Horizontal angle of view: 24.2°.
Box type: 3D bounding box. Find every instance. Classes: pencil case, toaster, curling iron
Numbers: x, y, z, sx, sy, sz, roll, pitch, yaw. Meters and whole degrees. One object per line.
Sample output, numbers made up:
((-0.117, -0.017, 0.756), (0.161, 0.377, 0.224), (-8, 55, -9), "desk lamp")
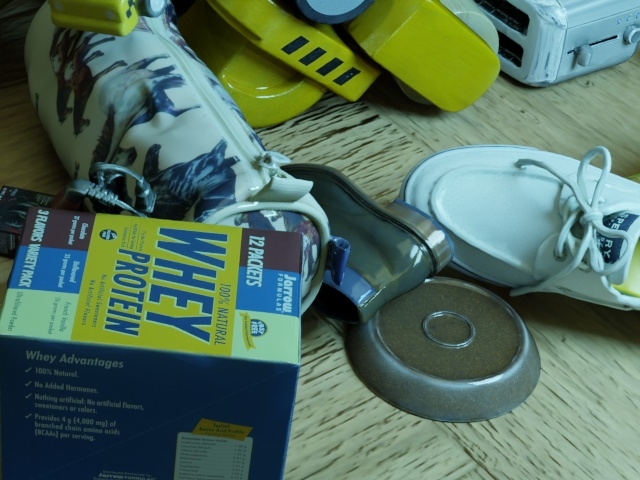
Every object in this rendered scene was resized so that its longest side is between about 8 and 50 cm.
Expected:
((-0.131, -0.085, 1.305), (0.160, 0.183, 0.410), (19, 25, -42), "pencil case")
((0.236, -0.265, 1.635), (0.146, 0.129, 0.227), (-25, 51, -31), "toaster")
((-0.199, 0.002, 1.153), (0.068, 0.274, 0.035), (19, 63, -22), "curling iron")

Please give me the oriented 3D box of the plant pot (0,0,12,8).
((-0.382, -0.303, 1.426), (0.275, 0.293, 0.275), (42, 11, -10), "plant pot")

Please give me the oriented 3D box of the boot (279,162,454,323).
((0.000, 0.000, 1.302), (0.219, 0.082, 0.106), (20, 51, 41), "boot")

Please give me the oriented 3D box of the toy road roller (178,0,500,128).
((-0.004, -0.216, 1.517), (0.329, 0.240, 0.202), (27, 24, -42), "toy road roller")

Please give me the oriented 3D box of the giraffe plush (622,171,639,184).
((0.384, -0.081, 1.404), (0.181, 0.170, 0.210), (32, 44, 26), "giraffe plush")

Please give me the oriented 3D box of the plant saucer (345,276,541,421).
((0.106, 0.084, 1.267), (0.168, 0.029, 0.168), (5, 40, -4), "plant saucer")

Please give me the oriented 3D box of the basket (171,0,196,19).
((-0.196, -0.357, 1.656), (0.204, 0.154, 0.227), (13, 36, 2), "basket")

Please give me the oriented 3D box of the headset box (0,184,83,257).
((-0.249, -0.012, 1.314), (0.083, 0.032, 0.062), (11, 39, 5), "headset box")

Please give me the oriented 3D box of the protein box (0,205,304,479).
((-0.120, 0.103, 1.064), (0.199, 0.201, 0.136), (6, 39, -4), "protein box")

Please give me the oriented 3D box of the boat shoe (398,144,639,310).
((0.243, 0.001, 1.273), (0.367, 0.156, 0.136), (20, 85, 6), "boat shoe")

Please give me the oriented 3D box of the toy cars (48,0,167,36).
((-0.073, -0.309, 1.330), (0.393, 0.087, 0.176), (-24, 46, -9), "toy cars")
